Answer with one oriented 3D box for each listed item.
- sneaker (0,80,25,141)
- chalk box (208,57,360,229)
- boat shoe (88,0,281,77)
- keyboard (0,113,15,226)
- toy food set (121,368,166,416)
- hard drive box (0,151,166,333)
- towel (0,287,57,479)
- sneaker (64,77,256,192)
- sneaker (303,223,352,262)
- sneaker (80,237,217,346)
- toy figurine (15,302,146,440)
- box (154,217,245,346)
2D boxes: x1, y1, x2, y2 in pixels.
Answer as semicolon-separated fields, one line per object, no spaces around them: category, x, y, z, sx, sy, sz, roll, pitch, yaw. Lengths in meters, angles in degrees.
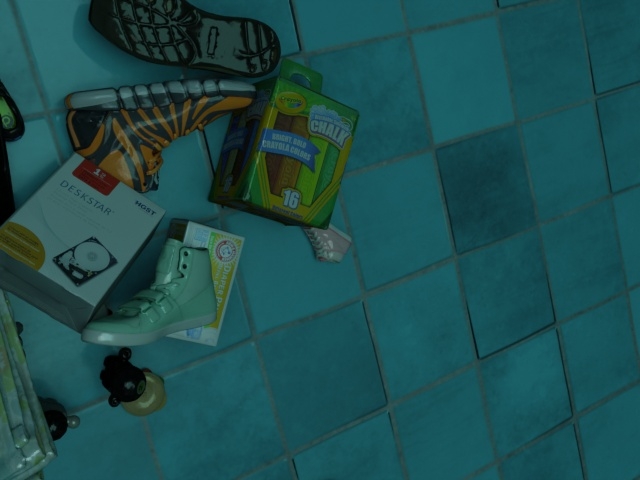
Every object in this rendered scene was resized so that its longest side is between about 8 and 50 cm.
sneaker;-0.523;-0.240;1.177;0.067;0.078;0.188;-39;110;-21
chalk box;-0.060;-0.183;1.370;0.180;0.179;0.289;17;85;-28
boat shoe;-0.234;-0.348;1.303;0.323;0.120;0.123;13;95;-23
keyboard;-0.536;-0.114;1.188;0.100;0.038;0.192;-1;112;-8
toy food set;-0.318;0.273;1.354;0.083;0.020;0.083;-14;100;-26
hard drive box;-0.380;-0.001;1.179;0.181;0.089;0.232;32;43;-8
towel;-0.576;0.257;1.044;0.374;0.090;0.321;-25;61;-7
sneaker;-0.262;-0.181;1.297;0.320;0.124;0.180;-8;104;-9
sneaker;0.000;0.000;1.487;0.134;0.051;0.070;31;74;-30
sneaker;-0.268;0.075;1.179;0.255;0.094;0.151;-13;104;-54
toy figurine;-0.412;0.203;1.227;0.209;0.148;0.213;-29;106;-24
box;-0.225;0.072;1.342;0.114;0.103;0.203;16;86;-28
